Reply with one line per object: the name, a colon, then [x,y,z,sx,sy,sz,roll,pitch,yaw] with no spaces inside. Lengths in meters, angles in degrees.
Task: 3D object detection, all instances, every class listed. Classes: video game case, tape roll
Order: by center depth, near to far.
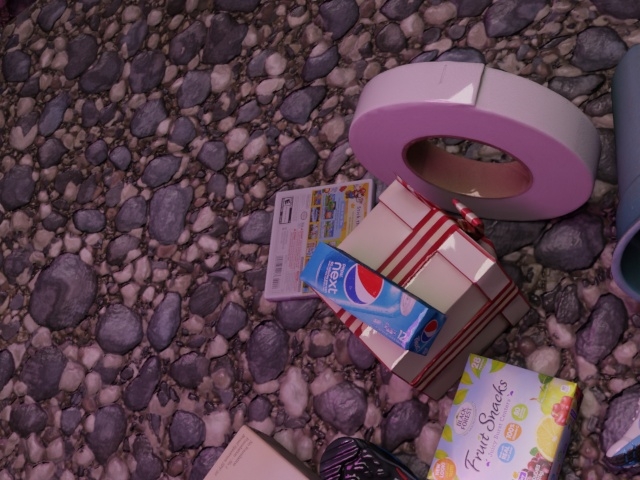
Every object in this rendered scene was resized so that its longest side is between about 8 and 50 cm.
tape roll: [0.236,-0.142,1.335,0.391,0.392,0.072,8,70,30]
video game case: [0.000,0.000,1.609,0.206,0.026,0.227,-7,62,24]

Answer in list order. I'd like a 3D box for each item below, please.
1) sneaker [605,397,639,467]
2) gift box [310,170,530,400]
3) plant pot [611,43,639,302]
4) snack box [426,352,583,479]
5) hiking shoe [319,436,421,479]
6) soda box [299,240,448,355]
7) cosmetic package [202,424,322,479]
sneaker: [0.476,0.248,1.223,0.190,0.071,0.083,-36,48,-3]
gift box: [0.153,0.057,1.364,0.258,0.255,0.276,-46,61,2]
plant pot: [0.565,-0.119,1.215,0.341,0.341,0.334,-13,52,21]
snack box: [0.279,0.295,1.291,0.174,0.070,0.207,14,72,31]
hiking shoe: [0.139,0.397,1.288,0.304,0.132,0.113,42,97,12]
soda box: [0.073,0.080,1.221,0.210,0.071,0.067,31,94,35]
cosmetic package: [-0.043,0.450,1.355,0.309,0.113,0.160,30,82,36]
